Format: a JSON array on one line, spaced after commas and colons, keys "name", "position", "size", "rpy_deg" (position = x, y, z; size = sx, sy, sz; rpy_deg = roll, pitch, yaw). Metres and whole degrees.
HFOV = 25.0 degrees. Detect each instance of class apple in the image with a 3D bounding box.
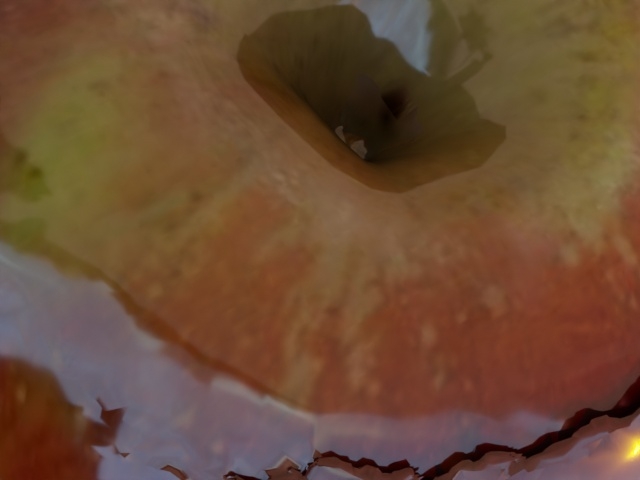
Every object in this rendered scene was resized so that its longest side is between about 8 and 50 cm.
[{"name": "apple", "position": [0.000, 0.000, 0.416], "size": [0.251, 0.272, 0.206], "rpy_deg": [42, 151, 14]}]
